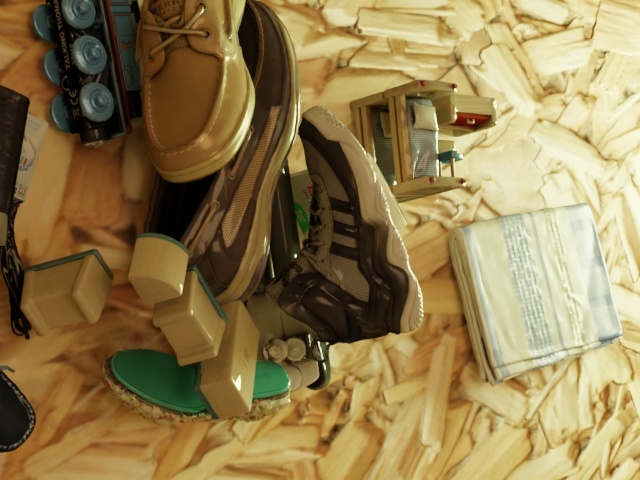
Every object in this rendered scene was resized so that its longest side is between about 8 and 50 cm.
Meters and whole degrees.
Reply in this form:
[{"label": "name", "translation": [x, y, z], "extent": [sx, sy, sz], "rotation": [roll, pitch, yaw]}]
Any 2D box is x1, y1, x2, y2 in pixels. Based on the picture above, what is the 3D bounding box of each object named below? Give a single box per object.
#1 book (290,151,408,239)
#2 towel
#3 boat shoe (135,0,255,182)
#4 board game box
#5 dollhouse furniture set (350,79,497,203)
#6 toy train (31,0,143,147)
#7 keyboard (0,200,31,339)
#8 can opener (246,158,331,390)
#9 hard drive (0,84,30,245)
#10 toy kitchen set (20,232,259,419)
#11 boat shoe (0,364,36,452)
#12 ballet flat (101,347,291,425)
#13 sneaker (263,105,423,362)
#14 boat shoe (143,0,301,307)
[{"label": "book", "translation": [0.023, -0.043, 1.704], "extent": [0.035, 0.144, 0.096], "rotation": [-34, 103, -38]}, {"label": "towel", "translation": [0.288, 0.065, 1.976], "extent": [0.285, 0.034, 0.209], "rotation": [-11, 87, -42]}, {"label": "boat shoe", "translation": [-0.144, -0.206, 1.536], "extent": [0.110, 0.121, 0.341], "rotation": [59, 20, -46]}, {"label": "board game box", "translation": [-0.322, -0.094, 1.467], "extent": [0.090, 0.020, 0.090], "rotation": [27, 64, -30]}, {"label": "dollhouse furniture set", "translation": [0.152, -0.118, 1.834], "extent": [0.183, 0.129, 0.129], "rotation": [0, 82, -39]}, {"label": "toy train", "translation": [-0.235, -0.190, 1.566], "extent": [0.105, 0.080, 0.184], "rotation": [-10, 88, -46]}, {"label": "keyboard", "translation": [-0.370, 0.040, 1.442], "extent": [0.201, 0.033, 0.317], "rotation": [-9, 88, -35]}, {"label": "can opener", "translation": [-0.051, 0.037, 1.691], "extent": [0.093, 0.074, 0.280], "rotation": [-8, 89, -74]}, {"label": "hard drive", "translation": [-0.402, -0.097, 1.379], "extent": [0.254, 0.054, 0.172], "rotation": [13, 69, -20]}, {"label": "toy kitchen set", "translation": [-0.180, 0.082, 1.511], "extent": [0.122, 0.166, 0.207], "rotation": [-85, 155, -51]}, {"label": "boat shoe", "translation": [-0.368, 0.118, 1.358], "extent": [0.258, 0.089, 0.109], "rotation": [35, 65, -25]}, {"label": "ballet flat", "translation": [-0.137, 0.167, 1.578], "extent": [0.241, 0.077, 0.091], "rotation": [9, 45, -38]}, {"label": "sneaker", "translation": [0.000, 0.000, 1.591], "extent": [0.153, 0.101, 0.269], "rotation": [-25, 102, -10]}, {"label": "boat shoe", "translation": [-0.113, -0.106, 1.600], "extent": [0.130, 0.132, 0.355], "rotation": [24, 66, -50]}]
